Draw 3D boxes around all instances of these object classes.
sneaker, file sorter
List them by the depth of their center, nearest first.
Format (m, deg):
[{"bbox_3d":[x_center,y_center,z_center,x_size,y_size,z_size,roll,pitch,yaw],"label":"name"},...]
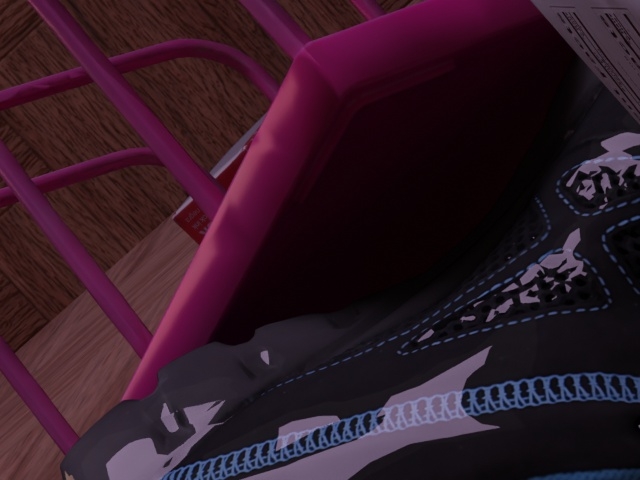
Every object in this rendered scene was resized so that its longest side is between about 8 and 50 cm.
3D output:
[{"bbox_3d":[0.090,0.032,0.533,0.341,0.125,0.140,-40,34,-6],"label":"sneaker"},{"bbox_3d":[-0.031,-0.040,0.688,0.202,0.182,0.290,-24,-26,-40],"label":"file sorter"}]

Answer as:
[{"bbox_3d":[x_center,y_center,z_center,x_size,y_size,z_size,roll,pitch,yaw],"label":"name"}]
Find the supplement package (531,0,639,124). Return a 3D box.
[{"bbox_3d":[0.168,-0.058,0.365,0.194,0.149,0.203,-42,7,3],"label":"supplement package"}]

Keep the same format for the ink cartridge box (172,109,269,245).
[{"bbox_3d":[0.009,0.003,0.921,0.056,0.135,0.099,-42,6,27],"label":"ink cartridge box"}]
